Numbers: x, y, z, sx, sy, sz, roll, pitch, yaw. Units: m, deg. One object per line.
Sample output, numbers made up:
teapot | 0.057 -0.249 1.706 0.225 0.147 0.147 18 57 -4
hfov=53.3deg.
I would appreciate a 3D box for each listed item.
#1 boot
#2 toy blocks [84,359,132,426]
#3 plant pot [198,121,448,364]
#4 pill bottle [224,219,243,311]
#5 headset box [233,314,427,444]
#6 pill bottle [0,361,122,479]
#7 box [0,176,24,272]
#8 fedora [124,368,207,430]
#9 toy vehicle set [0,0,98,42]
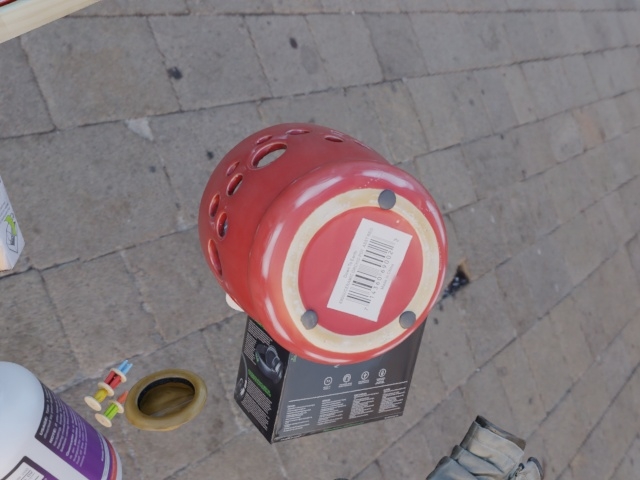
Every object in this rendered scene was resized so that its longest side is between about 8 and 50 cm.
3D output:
boot | 0.114 0.231 0.614 0.246 0.083 0.161 41 83 -38
toy blocks | -0.552 0.409 1.723 0.148 0.054 0.123 -53 141 -41
plant pot | 0.000 0.000 0.556 0.191 0.174 0.191 -5 107 -18
pill bottle | -0.131 0.034 1.164 0.108 0.108 0.180 31 36 -35
headset box | 0.024 0.125 0.944 0.246 0.131 0.283 -1 111 -35
pill bottle | -0.418 0.286 0.864 0.323 0.181 0.182 70 35 -46
box | -0.289 -0.021 0.351 0.206 0.036 0.114 -10 118 -7
fedora | -0.363 0.393 1.517 0.194 0.194 0.079 -47 147 -42
toy vehicle set | -0.370 -0.280 0.679 0.166 0.035 0.267 35 50 10
